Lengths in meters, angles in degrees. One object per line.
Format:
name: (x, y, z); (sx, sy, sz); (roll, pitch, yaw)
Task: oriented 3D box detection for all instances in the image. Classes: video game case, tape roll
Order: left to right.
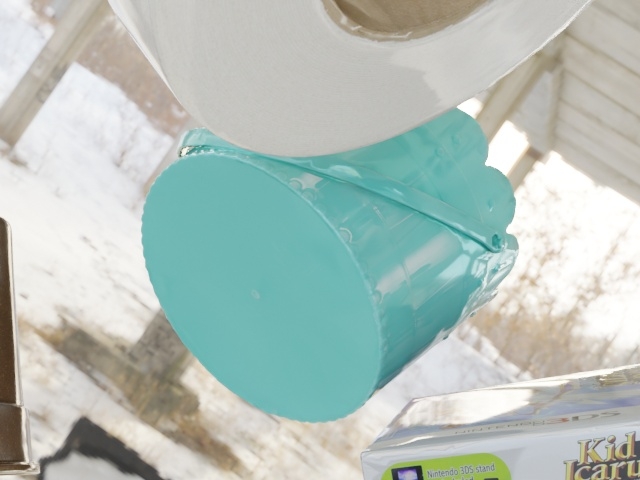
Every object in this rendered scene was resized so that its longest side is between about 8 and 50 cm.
tape roll: (0.068, -0.206, 0.539); (0.072, 0.392, 0.392); (52, 7, 25)
video game case: (0.176, 0.151, 0.807); (0.244, 0.061, 0.269); (-9, -2, 13)

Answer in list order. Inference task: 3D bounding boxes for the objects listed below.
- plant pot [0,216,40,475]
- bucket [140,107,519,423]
plant pot: (-0.263, 0.067, 0.652); (0.166, 0.165, 0.167); (-3, -13, -1)
bucket: (0.000, 0.000, 0.850); (0.281, 0.183, 0.281); (21, -51, 29)
